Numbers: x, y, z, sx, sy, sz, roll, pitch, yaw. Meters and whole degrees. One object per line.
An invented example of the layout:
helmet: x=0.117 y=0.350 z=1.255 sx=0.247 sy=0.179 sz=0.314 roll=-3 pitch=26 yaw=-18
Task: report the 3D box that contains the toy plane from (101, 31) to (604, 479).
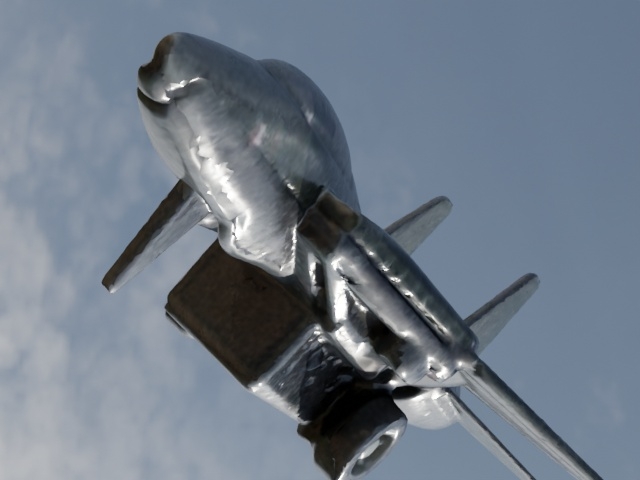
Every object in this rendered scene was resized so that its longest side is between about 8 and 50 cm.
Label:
toy plane: x=-0.008 y=0.009 z=0.476 sx=0.212 sy=0.267 sz=0.088 roll=42 pitch=-86 yaw=21
